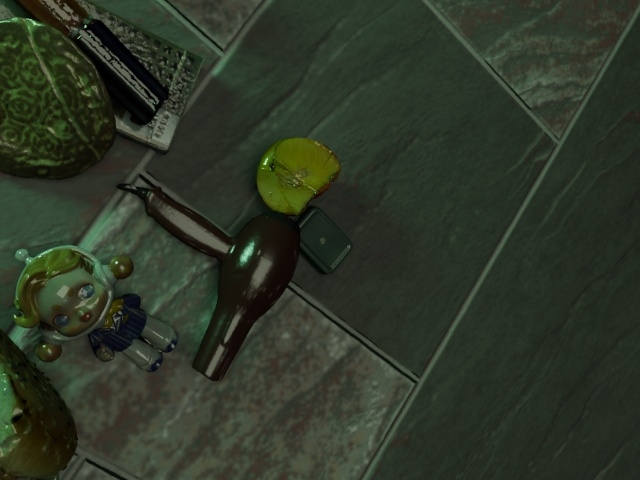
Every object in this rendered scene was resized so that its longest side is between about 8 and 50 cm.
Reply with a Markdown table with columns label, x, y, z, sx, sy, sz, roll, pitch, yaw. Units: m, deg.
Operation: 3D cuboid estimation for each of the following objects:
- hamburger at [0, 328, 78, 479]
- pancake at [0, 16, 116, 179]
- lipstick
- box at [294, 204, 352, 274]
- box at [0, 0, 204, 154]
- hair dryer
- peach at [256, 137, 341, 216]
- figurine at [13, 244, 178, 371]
| label | x | y | z | sx | sy | sz | roll | pitch | yaw |
| --- | --- | --- | --- | --- | --- | --- | --- | --- | --- |
| hamburger | -0.484 | 0.230 | 0.896 | 0.195 | 0.277 | 0.318 | -41 | 69 | -17 |
| pancake | -0.440 | -0.204 | 0.986 | 0.250 | 0.031 | 0.250 | -2 | 116 | -5 |
| lipstick | -0.399 | -0.346 | 0.979 | 0.418 | 0.077 | 0.077 | 45 | 74 | -17 |
| box | 0.000 | 0.000 | 1.254 | 0.091 | 0.031 | 0.126 | -48 | 111 | -16 |
| box | -0.370 | -0.287 | 1.059 | 0.325 | 0.047 | 0.180 | 23 | 80 | -24 |
| hair dryer | -0.225 | 0.033 | 1.118 | 0.340 | 0.123 | 0.312 | 33 | 76 | -11 |
| peach | -0.042 | -0.125 | 1.185 | 0.151 | 0.118 | 0.151 | 2 | 112 | 4 |
| figurine | -0.352 | 0.105 | 1.046 | 0.274 | 0.133 | 0.193 | 16 | 102 | -34 |
